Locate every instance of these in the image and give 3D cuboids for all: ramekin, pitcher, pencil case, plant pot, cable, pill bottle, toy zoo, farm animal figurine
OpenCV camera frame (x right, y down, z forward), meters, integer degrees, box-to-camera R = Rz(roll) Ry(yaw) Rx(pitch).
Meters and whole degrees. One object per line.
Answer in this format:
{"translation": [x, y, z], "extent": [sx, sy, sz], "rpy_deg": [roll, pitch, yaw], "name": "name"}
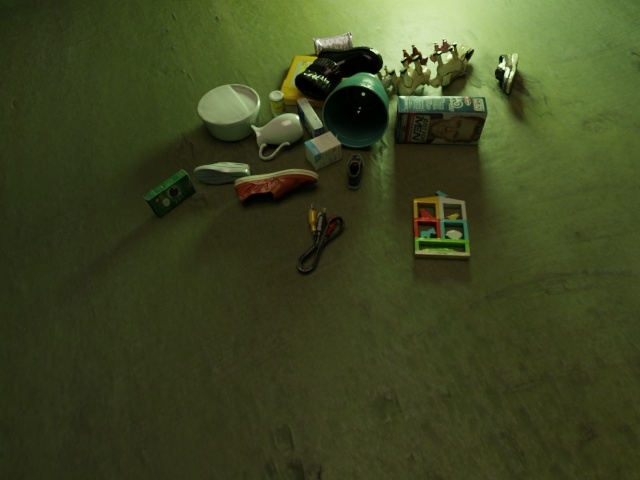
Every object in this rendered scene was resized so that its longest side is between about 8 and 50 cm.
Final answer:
{"translation": [-0.394, -0.559, 1.975], "extent": [0.273, 0.127, 0.272], "rpy_deg": [-2, 56, 3], "name": "ramekin"}
{"translation": [-0.176, -0.440, 1.896], "extent": [0.207, 0.125, 0.177], "rpy_deg": [-15, 77, 6], "name": "pitcher"}
{"translation": [0.066, -0.997, 2.261], "extent": [0.206, 0.088, 0.086], "rpy_deg": [-14, 54, -4], "name": "pencil case"}
{"translation": [0.168, -0.574, 1.878], "extent": [0.272, 0.271, 0.255], "rpy_deg": [9, 42, 10], "name": "plant pot"}
{"translation": [0.000, 0.000, 1.630], "extent": [0.140, 0.072, 0.287], "rpy_deg": [17, 70, -5], "name": "cable"}
{"translation": [-0.191, -0.605, 1.997], "extent": [0.065, 0.116, 0.065], "rpy_deg": [-2, 57, 3], "name": "pill bottle"}
{"translation": [0.439, -0.063, 1.637], "extent": [0.193, 0.030, 0.293], "rpy_deg": [2, 56, 6], "name": "toy zoo"}
{"translation": [0.453, -0.748, 2.004], "extent": [0.327, 0.172, 0.330], "rpy_deg": [-37, 34, -8], "name": "farm animal figurine"}

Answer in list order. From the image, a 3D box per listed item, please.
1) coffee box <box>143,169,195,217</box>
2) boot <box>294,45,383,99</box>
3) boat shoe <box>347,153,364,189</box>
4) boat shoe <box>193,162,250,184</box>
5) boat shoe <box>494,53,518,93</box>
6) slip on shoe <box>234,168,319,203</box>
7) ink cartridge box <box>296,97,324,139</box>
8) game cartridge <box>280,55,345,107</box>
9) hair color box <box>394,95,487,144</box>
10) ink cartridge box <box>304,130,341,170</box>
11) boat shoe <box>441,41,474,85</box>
{"translation": [-0.587, -0.183, 1.746], "extent": [0.040, 0.113, 0.184], "rpy_deg": [37, 67, 28], "name": "coffee box"}
{"translation": [0.082, -0.747, 2.000], "extent": [0.348, 0.131, 0.260], "rpy_deg": [11, 52, 29], "name": "boot"}
{"translation": [0.142, -0.298, 1.785], "extent": [0.065, 0.083, 0.183], "rpy_deg": [2, 56, 5], "name": "boat shoe"}
{"translation": [-0.399, -0.281, 1.827], "extent": [0.227, 0.083, 0.075], "rpy_deg": [4, 44, -7], "name": "boat shoe"}
{"translation": [0.850, -0.771, 2.048], "extent": [0.093, 0.102, 0.285], "rpy_deg": [11, 54, 18], "name": "boat shoe"}
{"translation": [-0.168, -0.209, 1.741], "extent": [0.332, 0.123, 0.101], "rpy_deg": [-10, 79, -3], "name": "slip on shoe"}
{"translation": [-0.042, -0.518, 1.939], "extent": [0.046, 0.097, 0.207], "rpy_deg": [-21, 58, -10], "name": "ink cartridge box"}
{"translation": [-0.028, -0.763, 2.132], "extent": [0.286, 0.052, 0.323], "rpy_deg": [8, 56, 9], "name": "game cartridge"}
{"translation": [0.489, -0.494, 1.838], "extent": [0.348, 0.173, 0.105], "rpy_deg": [2, 57, 6], "name": "hair color box"}
{"translation": [0.020, -0.375, 1.841], "extent": [0.143, 0.092, 0.090], "rpy_deg": [-27, 59, -13], "name": "ink cartridge box"}
{"translation": [0.647, -0.828, 2.095], "extent": [0.098, 0.109, 0.302], "rpy_deg": [21, 56, 16], "name": "boat shoe"}
